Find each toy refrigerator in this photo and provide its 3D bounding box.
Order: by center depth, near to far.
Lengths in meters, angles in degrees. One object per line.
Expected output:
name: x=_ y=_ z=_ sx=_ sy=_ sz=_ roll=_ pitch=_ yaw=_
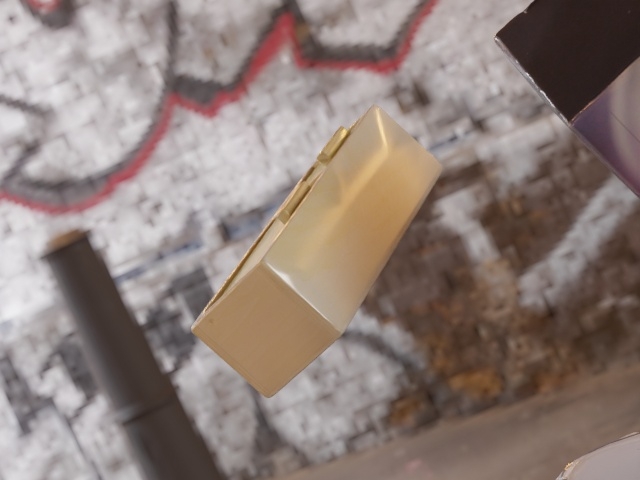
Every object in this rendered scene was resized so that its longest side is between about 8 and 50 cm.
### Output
toy refrigerator: x=0.000 y=0.000 z=1.436 sx=0.102 sy=0.094 sz=0.269 roll=-43 pitch=7 yaw=37

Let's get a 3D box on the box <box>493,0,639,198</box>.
box: x=0.347 y=-0.131 z=1.308 sx=0.294 sy=0.296 sz=0.183 roll=-44 pitch=29 yaw=12

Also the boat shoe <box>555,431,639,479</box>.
boat shoe: x=0.301 y=0.167 z=1.306 sx=0.267 sy=0.096 sz=0.088 roll=-18 pitch=-2 yaw=-6
